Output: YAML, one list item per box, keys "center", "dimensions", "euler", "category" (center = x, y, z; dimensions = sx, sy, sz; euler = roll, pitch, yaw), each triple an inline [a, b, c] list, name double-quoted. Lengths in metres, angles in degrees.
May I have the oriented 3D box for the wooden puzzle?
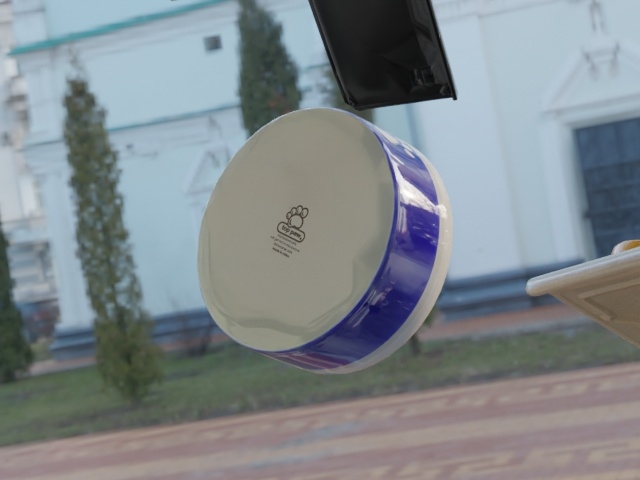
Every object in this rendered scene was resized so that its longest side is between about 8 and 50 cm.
- center: [0.449, 0.063, 1.290]
  dimensions: [0.347, 0.081, 0.322]
  euler: [25, -23, -22]
  category: "wooden puzzle"

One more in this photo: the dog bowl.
- center: [0.000, 0.000, 1.250]
  dimensions: [0.264, 0.265, 0.104]
  euler: [-10, -22, 36]
  category: "dog bowl"

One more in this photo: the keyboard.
- center: [0.064, -0.268, 1.057]
  dimensions: [0.201, 0.317, 0.033]
  euler: [-3, 30, 31]
  category: "keyboard"
